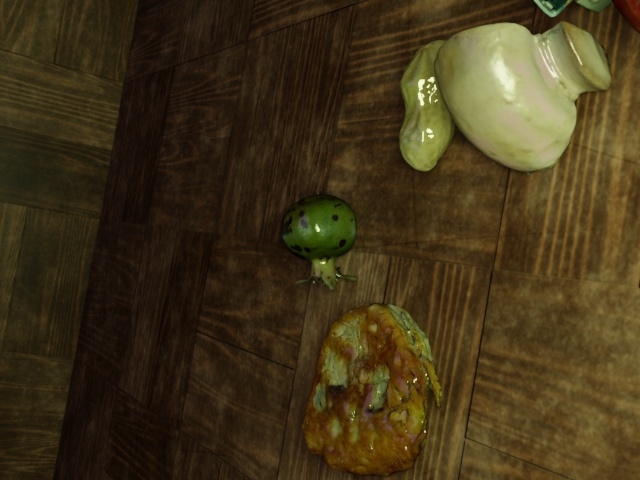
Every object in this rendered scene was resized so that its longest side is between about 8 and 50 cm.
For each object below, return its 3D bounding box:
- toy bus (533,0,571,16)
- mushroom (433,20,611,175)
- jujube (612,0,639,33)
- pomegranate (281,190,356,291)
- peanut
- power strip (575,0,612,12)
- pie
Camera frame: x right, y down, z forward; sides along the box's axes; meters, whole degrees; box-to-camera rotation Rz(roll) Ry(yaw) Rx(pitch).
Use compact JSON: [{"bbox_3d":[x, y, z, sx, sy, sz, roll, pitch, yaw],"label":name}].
[{"bbox_3d":[0.337,-0.431,0.988,0.275,0.138,0.167,-41,48,20],"label":"toy bus"},{"bbox_3d":[0.252,-0.188,1.090,0.236,0.173,0.162,-22,65,54],"label":"mushroom"},{"bbox_3d":[0.434,-0.366,0.775,0.276,0.276,0.377,-119,31,-46],"label":"jujube"},{"bbox_3d":[0.003,-0.003,1.481,0.148,0.148,0.169,11,116,58],"label":"pomegranate"},{"bbox_3d":[0.175,-0.217,1.292,0.090,0.098,0.214,1,84,48],"label":"peanut"},{"bbox_3d":[0.356,-0.425,1.109,0.078,0.052,0.272,-44,47,43],"label":"power strip"},{"bbox_3d":[0.084,0.239,1.307,0.308,0.085,0.308,-21,63,49],"label":"pie"}]
